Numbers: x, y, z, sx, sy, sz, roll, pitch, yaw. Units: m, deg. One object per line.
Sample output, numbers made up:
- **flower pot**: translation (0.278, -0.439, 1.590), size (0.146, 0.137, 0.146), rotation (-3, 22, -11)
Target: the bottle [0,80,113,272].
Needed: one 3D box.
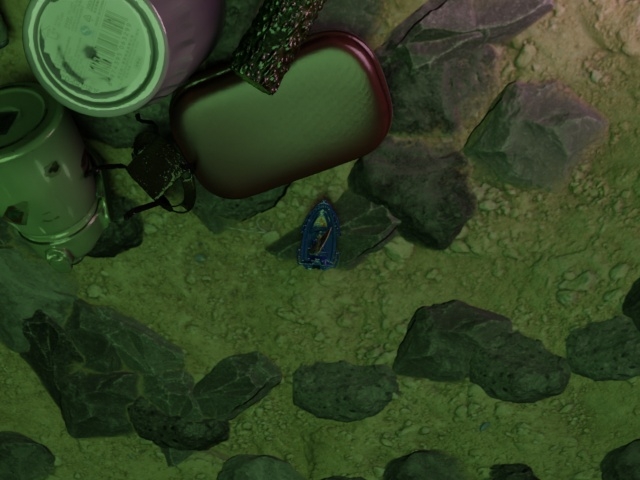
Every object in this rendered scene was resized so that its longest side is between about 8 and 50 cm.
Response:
- **bottle**: translation (-0.510, -0.107, 1.421), size (0.229, 0.229, 0.351), rotation (-7, 142, 5)

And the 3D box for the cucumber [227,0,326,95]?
- **cucumber**: translation (-0.030, -0.415, 1.247), size (0.096, 0.096, 0.359), rotation (28, 94, -16)

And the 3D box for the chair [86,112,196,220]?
- **chair**: translation (-0.310, -0.125, 1.423), size (0.149, 0.213, 0.174), rotation (-43, 85, 6)

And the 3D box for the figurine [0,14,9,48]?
- **figurine**: translation (-0.594, -0.452, 1.267), size (0.194, 0.133, 0.274), rotation (-21, 129, 17)

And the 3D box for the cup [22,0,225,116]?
- **cup**: translation (-0.298, -0.343, 1.192), size (0.253, 0.371, 0.253), rotation (1, 115, 2)

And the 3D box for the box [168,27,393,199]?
- **box**: translation (-0.072, -0.227, 1.401), size (0.404, 0.108, 0.263), rotation (-17, 119, 11)

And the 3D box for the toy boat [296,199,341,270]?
- **toy boat**: translation (0.000, 0.000, 1.545), size (0.091, 0.110, 0.175), rotation (5, 120, -3)
